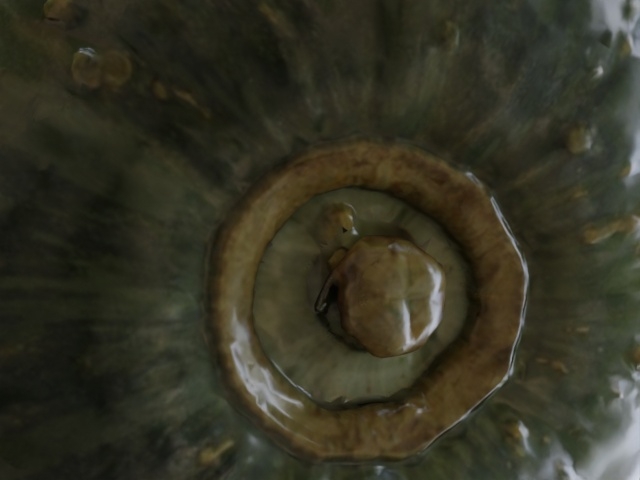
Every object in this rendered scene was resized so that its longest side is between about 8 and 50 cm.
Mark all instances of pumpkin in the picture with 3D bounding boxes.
[{"bbox_3d":[0.000,0.000,0.554,0.327,0.257,0.291,-36,-69,-11],"label":"pumpkin"}]
